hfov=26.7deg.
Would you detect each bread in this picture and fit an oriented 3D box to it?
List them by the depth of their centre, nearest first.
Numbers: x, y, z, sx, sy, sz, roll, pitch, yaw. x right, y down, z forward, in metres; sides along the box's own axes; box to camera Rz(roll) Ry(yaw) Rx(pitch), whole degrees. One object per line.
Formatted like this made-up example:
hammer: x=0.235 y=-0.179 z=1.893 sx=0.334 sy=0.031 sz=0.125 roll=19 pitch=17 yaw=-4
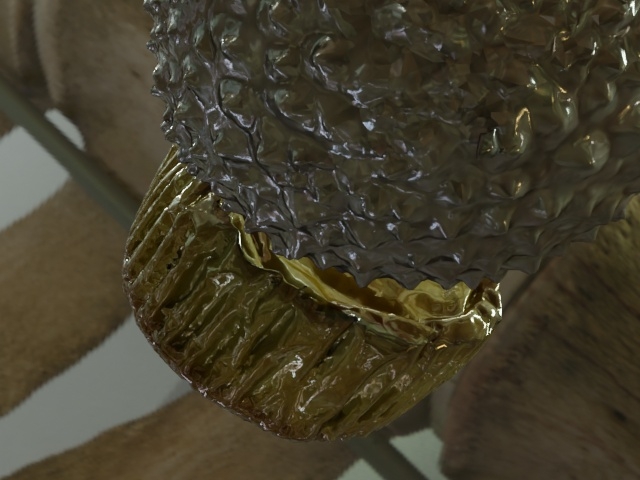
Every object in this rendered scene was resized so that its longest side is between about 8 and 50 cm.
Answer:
bread: x=0.000 y=0.000 z=0.865 sx=0.142 sy=0.227 sz=0.253 roll=-48 pitch=-156 yaw=42

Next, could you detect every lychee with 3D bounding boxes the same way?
lychee: x=0.058 y=-0.120 z=0.635 sx=0.300 sy=0.300 sz=0.300 roll=-6 pitch=-106 yaw=22
